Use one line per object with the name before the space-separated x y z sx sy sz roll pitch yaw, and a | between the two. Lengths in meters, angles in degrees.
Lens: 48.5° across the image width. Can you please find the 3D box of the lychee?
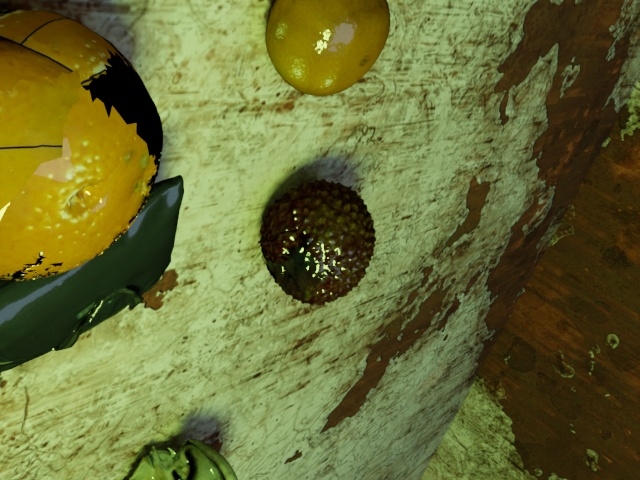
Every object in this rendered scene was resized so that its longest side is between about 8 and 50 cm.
lychee | 0.000 0.000 1.051 0.188 0.188 0.188 -36 147 -28

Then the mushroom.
mushroom | -0.232 0.457 1.201 0.267 0.190 0.164 -57 165 4

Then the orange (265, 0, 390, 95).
orange | 0.007 -0.248 0.838 0.156 0.124 0.156 -43 167 -12

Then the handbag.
handbag | -0.260 0.044 0.783 0.254 0.088 0.211 -36 167 -27

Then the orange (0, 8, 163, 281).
orange | -0.246 -0.077 0.602 0.234 0.182 0.234 -30 144 -25
